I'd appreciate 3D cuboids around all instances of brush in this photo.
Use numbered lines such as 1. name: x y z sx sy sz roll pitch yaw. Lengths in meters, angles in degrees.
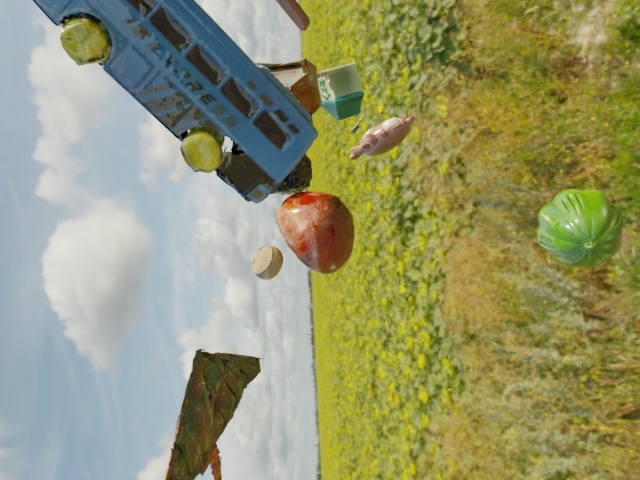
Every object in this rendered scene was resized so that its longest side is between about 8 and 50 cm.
1. brush: 0.106 -0.318 1.536 0.083 0.013 0.016 -55 0 -30

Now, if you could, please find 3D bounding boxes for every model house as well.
1. model house: 0.054 -0.423 1.616 0.127 0.100 0.149 22 132 65
2. model house: -0.096 -0.336 1.451 0.136 0.207 0.219 -97 1 -48

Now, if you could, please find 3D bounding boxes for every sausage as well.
1. sausage: -0.069 -0.470 1.100 0.147 0.035 0.030 41 -134 -37

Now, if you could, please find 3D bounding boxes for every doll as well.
1. doll: 0.200 -0.332 1.837 0.262 0.211 0.093 -27 91 45

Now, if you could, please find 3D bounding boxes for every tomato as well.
1. tomato: 0.005 -0.042 1.436 0.139 0.200 0.233 -44 71 35

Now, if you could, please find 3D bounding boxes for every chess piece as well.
1. chess piece: -0.125 0.052 1.329 0.038 0.084 0.083 27 -133 -38

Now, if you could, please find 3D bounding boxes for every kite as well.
1. kite: -0.103 0.171 0.499 0.232 0.009 0.189 -56 -29 -51

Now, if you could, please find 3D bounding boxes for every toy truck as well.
1. toy truck: -0.182 -0.225 0.738 0.385 0.162 0.161 43 -172 -18

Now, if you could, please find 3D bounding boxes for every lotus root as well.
1. lotus root: 0.559 -0.009 1.188 0.186 0.186 0.186 177 90 -89

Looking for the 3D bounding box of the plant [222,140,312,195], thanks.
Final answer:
1. plant: -0.138 -0.210 1.521 0.274 0.146 0.149 11 -117 -55
